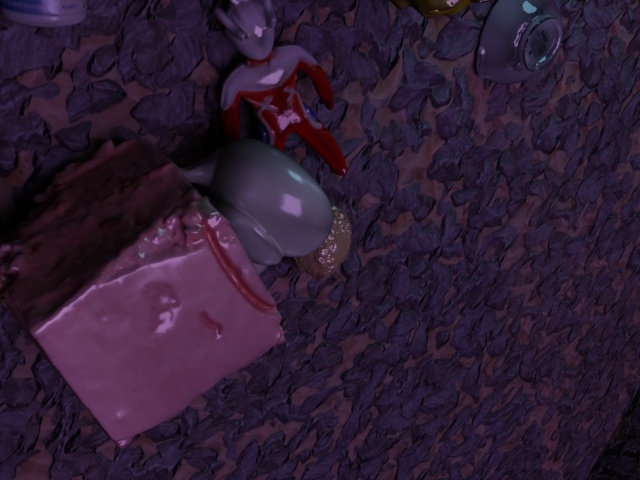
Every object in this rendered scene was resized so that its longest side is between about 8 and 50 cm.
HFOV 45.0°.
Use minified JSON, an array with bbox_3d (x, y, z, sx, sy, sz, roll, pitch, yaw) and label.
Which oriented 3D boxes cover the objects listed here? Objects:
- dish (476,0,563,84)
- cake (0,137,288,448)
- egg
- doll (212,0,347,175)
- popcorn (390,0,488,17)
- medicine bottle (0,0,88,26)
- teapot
[{"bbox_3d":[0.394,-0.393,1.464,0.224,0.078,0.246,-36,134,-14],"label":"dish"},{"bbox_3d":[-0.270,0.060,1.059,0.314,0.306,0.293,-37,133,-15],"label":"cake"},{"bbox_3d":[0.000,0.000,1.374,0.118,0.116,0.140,21,104,-15],"label":"egg"},{"bbox_3d":[-0.071,-0.218,1.197,0.188,0.099,0.384,-29,136,-11],"label":"doll"},{"bbox_3d":[0.163,-0.486,1.099,0.290,0.321,0.326,-14,108,18],"label":"popcorn"},{"bbox_3d":[-0.325,-0.342,0.899,0.105,0.105,0.168,-13,124,-33],"label":"medicine bottle"},{"bbox_3d":[-0.077,-0.024,1.198,0.149,0.220,0.318,-49,146,-13],"label":"teapot"}]
